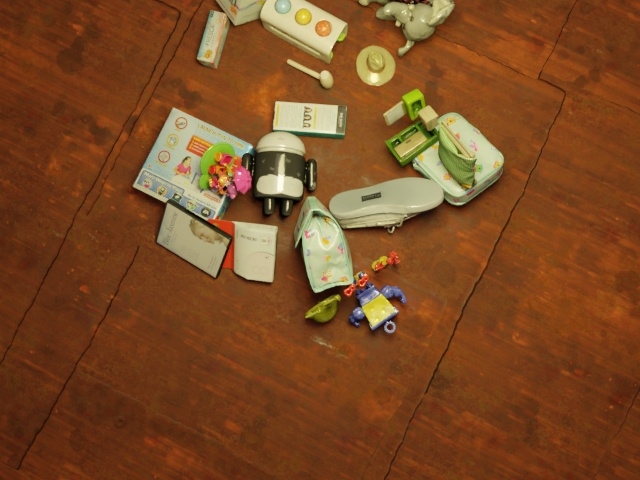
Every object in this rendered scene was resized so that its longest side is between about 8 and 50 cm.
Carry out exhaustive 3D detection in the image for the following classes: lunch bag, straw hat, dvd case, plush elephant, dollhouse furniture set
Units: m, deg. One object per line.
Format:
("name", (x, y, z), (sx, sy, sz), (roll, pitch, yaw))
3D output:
("lunch bag", (0.430, -0.264, 1.578), (0.224, 0.108, 0.279), (-39, 63, 5))
("straw hat", (0.190, -0.613, 1.666), (0.144, 0.061, 0.145), (0, 86, 2))
("dvd case", (-0.424, -0.004, 1.616), (0.253, 0.022, 0.180), (30, 123, 6))
("lunch bag", (0.000, 0.000, 1.521), (0.160, 0.223, 0.263), (-17, 105, 1))
("plush elephant", (0.290, -0.759, 1.569), (0.329, 0.272, 0.256), (20, 60, -20))
("dollhouse furniture set", (0.319, -0.267, 1.449), (0.151, 0.197, 0.302), (-34, 63, 6))

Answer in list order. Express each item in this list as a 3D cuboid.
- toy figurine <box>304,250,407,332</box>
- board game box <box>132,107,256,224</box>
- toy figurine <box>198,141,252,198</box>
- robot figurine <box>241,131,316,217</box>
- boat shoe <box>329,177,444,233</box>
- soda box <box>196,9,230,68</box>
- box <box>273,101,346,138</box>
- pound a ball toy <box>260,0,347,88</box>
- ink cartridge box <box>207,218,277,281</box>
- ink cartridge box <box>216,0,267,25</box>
("toy figurine", (0.151, 0.224, 1.554), (0.362, 0.191, 0.217), (-35, 90, 1))
("board game box", (-0.424, -0.244, 1.651), (0.308, 0.086, 0.302), (26, 87, 4))
("toy figurine", (-0.288, -0.192, 1.515), (0.159, 0.130, 0.173), (42, 111, 28))
("robot figurine", (-0.136, -0.217, 1.599), (0.173, 0.209, 0.279), (0, 86, 39))
("boat shoe", (0.222, -0.094, 1.590), (0.366, 0.156, 0.136), (-10, 52, 13))
("soda box", (-0.372, -0.699, 1.694), (0.062, 0.058, 0.183), (15, 86, 3))
("box", (-0.035, -0.411, 1.660), (0.244, 0.060, 0.101), (5, 87, 3))
("pound a ball toy", (-0.055, -0.690, 1.643), (0.319, 0.136, 0.208), (31, 88, 4))
("ink cartridge box", (-0.261, 0.034, 1.599), (0.232, 0.066, 0.189), (5, 118, -2))
("ink cartridge box", (-0.254, -0.841, 1.625), (0.127, 0.176, 0.128), (-33, 84, -29))
